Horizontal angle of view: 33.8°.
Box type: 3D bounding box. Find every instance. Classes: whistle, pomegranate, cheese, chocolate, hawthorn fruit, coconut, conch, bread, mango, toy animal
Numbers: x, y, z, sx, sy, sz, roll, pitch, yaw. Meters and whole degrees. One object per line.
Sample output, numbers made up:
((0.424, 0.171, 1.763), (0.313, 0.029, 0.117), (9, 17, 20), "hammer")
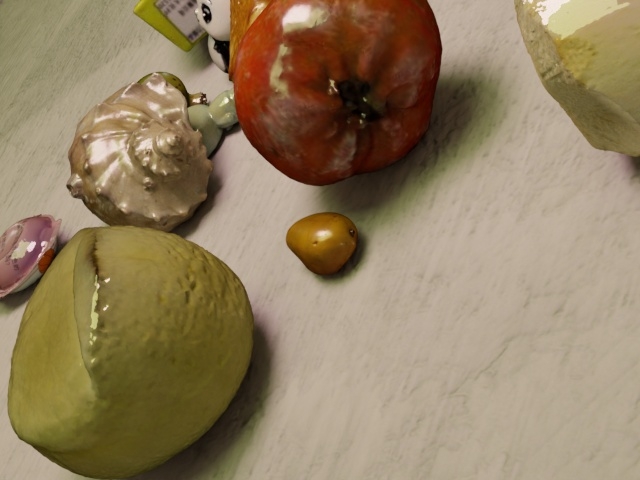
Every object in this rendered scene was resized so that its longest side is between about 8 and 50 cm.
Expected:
((-0.182, -0.199, 1.743), (0.258, 0.067, 0.126), (-34, 36, 13), "whistle")
((-0.273, -0.232, 1.844), (0.130, 0.130, 0.130), (-30, 35, 24), "pomegranate")
((-0.564, 0.043, 1.900), (0.286, 0.074, 0.188), (-30, 34, 29), "cheese")
((-0.195, -0.508, 1.993), (0.301, 0.137, 0.288), (-40, 18, 12), "chocolate")
((0.016, -0.209, 1.334), (0.284, 0.284, 0.284), (-30, 35, 24), "hawthorn fruit")
((0.336, -0.217, 1.019), (0.244, 0.239, 0.239), (-26, 37, 28), "coconut")
((-0.308, -0.131, 1.662), (0.324, 0.186, 0.263), (-17, 66, 41), "conch")
((-0.231, 0.131, 1.283), (0.320, 0.237, 0.320), (-43, 30, 33), "bread")
((0.000, 0.000, 1.313), (0.114, 0.060, 0.080), (0, 51, 54), "mango")
((-0.150, -0.388, 1.826), (0.138, 0.179, 0.166), (-29, 40, 0), "toy animal")

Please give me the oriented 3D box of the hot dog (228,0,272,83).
((-0.019, -0.385, 1.617), (0.185, 0.223, 0.405), (112, 160, -50), "hot dog")
